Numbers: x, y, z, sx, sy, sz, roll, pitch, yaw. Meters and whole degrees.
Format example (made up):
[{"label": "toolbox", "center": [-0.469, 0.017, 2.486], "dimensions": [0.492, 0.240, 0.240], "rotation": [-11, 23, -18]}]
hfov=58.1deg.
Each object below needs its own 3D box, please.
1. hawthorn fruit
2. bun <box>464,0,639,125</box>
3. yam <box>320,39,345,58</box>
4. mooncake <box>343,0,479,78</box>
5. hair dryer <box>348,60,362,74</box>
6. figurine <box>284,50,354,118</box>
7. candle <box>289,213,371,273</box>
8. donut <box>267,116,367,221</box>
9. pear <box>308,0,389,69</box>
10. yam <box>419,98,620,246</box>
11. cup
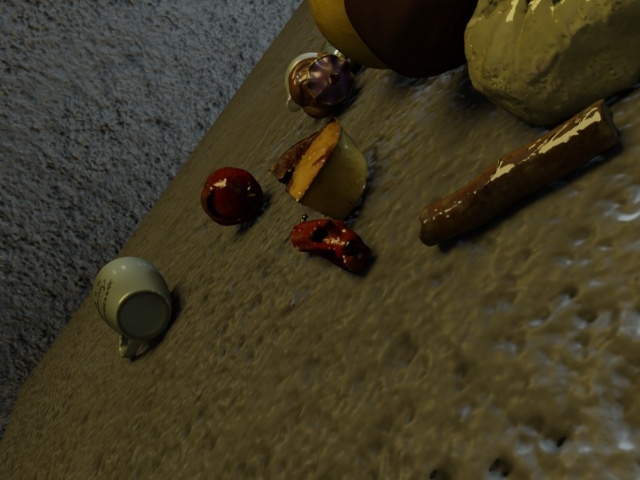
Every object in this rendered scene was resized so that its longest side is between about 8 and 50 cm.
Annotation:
[{"label": "hawthorn fruit", "center": [-0.203, -0.105, 1.381], "dimensions": [0.172, 0.148, 0.148], "rotation": [9, 64, 45]}, {"label": "bun", "center": [0.267, -0.261, 0.637], "dimensions": [0.259, 0.152, 0.259], "rotation": [-44, 25, 27]}, {"label": "yam", "center": [0.046, -0.539, 1.601], "dimensions": [0.078, 0.078, 0.179], "rotation": [-18, 44, 56]}, {"label": "mooncake", "center": [0.201, -0.383, 0.771], "dimensions": [0.326, 0.174, 0.334], "rotation": [-28, -17, -38]}, {"label": "hair dryer", "center": [0.097, -0.456, 1.330], "dimensions": [0.070, 0.128, 0.255], "rotation": [-61, 12, -29]}, {"label": "figurine", "center": [-0.009, -0.379, 1.381], "dimensions": [0.189, 0.142, 0.263], "rotation": [-50, 20, 9]}, {"label": "candle", "center": [0.000, 0.000, 0.912], "dimensions": [0.059, 0.084, 0.302], "rotation": [-25, 10, -14]}, {"label": "donut", "center": [0.009, -0.127, 1.016], "dimensions": [0.151, 0.112, 0.295], "rotation": [-49, 23, 3]}, {"label": "pear", "center": [0.118, -0.468, 1.049], "dimensions": [0.314, 0.314, 0.314], "rotation": [-43, 24, 25]}, {"label": "yam", "center": [0.196, -0.062, 0.610], "dimensions": [0.241, 0.057, 0.056], "rotation": [-35, 29, 39]}, {"label": "cup", "center": [-0.480, 0.194, 1.486], "dimensions": [0.234, 0.186, 0.257], "rotation": [27, 111, 60]}]
